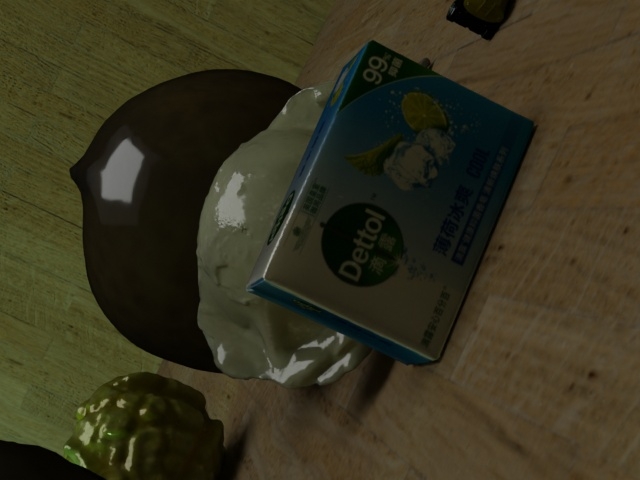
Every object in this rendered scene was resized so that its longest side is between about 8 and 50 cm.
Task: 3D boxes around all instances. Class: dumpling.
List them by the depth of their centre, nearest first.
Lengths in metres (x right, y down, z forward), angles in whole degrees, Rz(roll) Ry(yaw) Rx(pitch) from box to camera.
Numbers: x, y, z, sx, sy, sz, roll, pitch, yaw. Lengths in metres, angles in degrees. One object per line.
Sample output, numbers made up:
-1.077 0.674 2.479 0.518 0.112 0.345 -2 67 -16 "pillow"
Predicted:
0.000 0.000 1.054 0.147 0.193 0.258 18 -90 -68 "dumpling"

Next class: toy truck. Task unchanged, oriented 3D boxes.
0.158 -0.239 1.245 0.054 0.049 0.083 -46 21 61 "toy truck"

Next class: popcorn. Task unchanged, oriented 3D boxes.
-0.212 0.275 1.520 0.255 0.195 0.256 -81 -1 -79 "popcorn"

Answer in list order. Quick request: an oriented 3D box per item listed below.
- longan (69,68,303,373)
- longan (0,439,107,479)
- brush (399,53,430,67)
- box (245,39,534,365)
-0.093 -0.019 1.280 0.319 0.319 0.319 -62 9 17 "longan"
-0.310 0.358 1.058 0.436 0.404 0.404 -46 14 18 "longan"
0.051 -0.137 1.609 0.321 0.050 0.060 132 158 -64 "brush"
0.050 -0.025 0.956 0.194 0.139 0.073 -67 9 -13 "box"
